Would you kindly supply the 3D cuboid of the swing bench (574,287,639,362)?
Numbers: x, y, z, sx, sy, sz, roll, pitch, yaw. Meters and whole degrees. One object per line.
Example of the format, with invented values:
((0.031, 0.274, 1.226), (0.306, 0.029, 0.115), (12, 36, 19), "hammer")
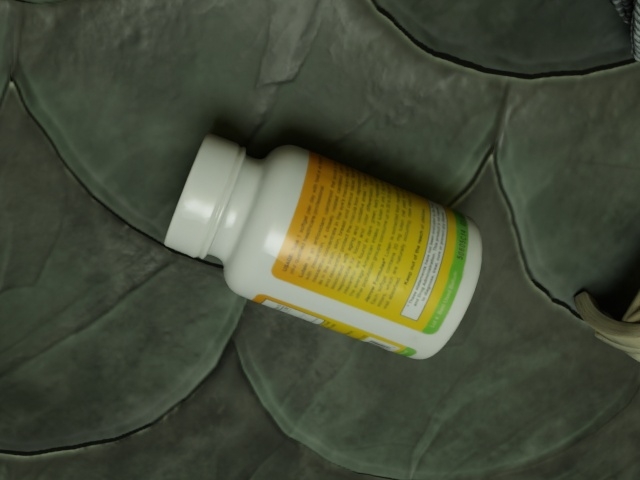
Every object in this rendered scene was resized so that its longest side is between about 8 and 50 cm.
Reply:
((0.428, 0.069, 0.660), (0.253, 0.165, 0.255), (35, 102, -16), "swing bench")

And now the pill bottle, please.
((0.000, 0.000, 0.620), (0.245, 0.136, 0.136), (21, 106, -11), "pill bottle")

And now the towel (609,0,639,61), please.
((0.304, -0.269, 0.490), (0.283, 0.235, 0.121), (-43, 72, 20), "towel")
